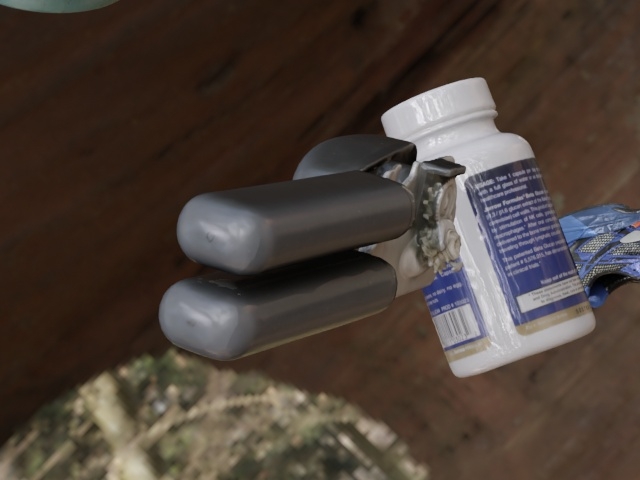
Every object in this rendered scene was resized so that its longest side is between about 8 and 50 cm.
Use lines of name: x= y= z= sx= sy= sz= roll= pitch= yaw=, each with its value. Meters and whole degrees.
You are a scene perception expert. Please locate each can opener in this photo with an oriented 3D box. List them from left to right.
can opener: x=0.000 y=0.000 z=0.795 sx=0.280 sy=0.093 sz=0.074 roll=-19 pitch=-58 yaw=-67

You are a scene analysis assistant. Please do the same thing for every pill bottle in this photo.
pill bottle: x=0.098 y=-0.009 z=1.029 sx=0.094 sy=0.169 sz=0.094 roll=-19 pitch=-4 yaw=-2

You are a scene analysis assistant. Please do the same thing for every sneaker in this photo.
sneaker: x=0.304 y=0.004 z=1.457 sx=0.221 sy=0.083 sz=0.087 roll=-20 pitch=62 yaw=35

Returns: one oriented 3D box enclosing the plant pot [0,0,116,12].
plant pot: x=-0.249 y=-0.333 z=1.551 sx=0.293 sy=0.293 sz=0.196 roll=-49 pitch=-24 yaw=-52
